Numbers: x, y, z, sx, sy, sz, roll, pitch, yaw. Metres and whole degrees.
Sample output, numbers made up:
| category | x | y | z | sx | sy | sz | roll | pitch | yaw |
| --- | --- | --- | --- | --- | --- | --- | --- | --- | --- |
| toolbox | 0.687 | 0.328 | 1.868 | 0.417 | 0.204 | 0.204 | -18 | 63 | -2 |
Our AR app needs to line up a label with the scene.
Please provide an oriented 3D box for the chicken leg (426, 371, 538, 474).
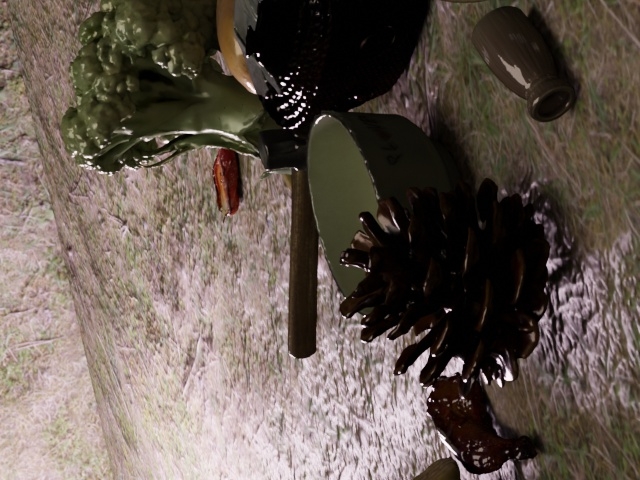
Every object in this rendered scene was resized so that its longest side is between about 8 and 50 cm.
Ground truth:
| category | x | y | z | sx | sy | sz | roll | pitch | yaw |
| --- | --- | --- | --- | --- | --- | --- | --- | --- | --- |
| chicken leg | 0.157 | 0.191 | 1.859 | 0.205 | 0.053 | 0.093 | 43 | 128 | 53 |

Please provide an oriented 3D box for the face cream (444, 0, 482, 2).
| category | x | y | z | sx | sy | sz | roll | pitch | yaw |
| --- | --- | --- | --- | --- | --- | --- | --- | --- | --- |
| face cream | 0.113 | -0.359 | 1.559 | 0.173 | 0.081 | 0.348 | -127 | 30 | -49 |

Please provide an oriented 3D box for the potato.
| category | x | y | z | sx | sy | sz | roll | pitch | yaw |
| --- | --- | --- | --- | --- | --- | --- | --- | --- | --- |
| potato | -0.065 | -0.254 | 2.111 | 0.109 | 0.118 | 0.178 | -25 | 57 | 29 |

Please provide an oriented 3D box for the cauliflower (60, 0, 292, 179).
| category | x | y | z | sx | sy | sz | roll | pitch | yaw |
| --- | --- | --- | --- | --- | --- | --- | --- | --- | --- |
| cauliflower | -0.167 | -0.206 | 2.213 | 0.281 | 0.327 | 0.260 | 7 | 147 | 33 |

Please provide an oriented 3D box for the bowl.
| category | x | y | z | sx | sy | sz | roll | pitch | yaw |
| --- | --- | --- | --- | --- | --- | --- | --- | --- | --- |
| bowl | 0.073 | -0.035 | 1.845 | 0.211 | 0.112 | 0.211 | 168 | 90 | -71 |

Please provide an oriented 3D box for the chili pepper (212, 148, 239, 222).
| category | x | y | z | sx | sy | sz | roll | pitch | yaw |
| --- | --- | --- | --- | --- | --- | --- | --- | --- | --- |
| chili pepper | -0.129 | -0.105 | 2.516 | 0.045 | 0.027 | 0.178 | 38 | 138 | 56 |

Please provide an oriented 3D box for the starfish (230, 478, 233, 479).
| category | x | y | z | sx | sy | sz | roll | pitch | yaw |
| --- | --- | --- | --- | --- | --- | --- | --- | --- | --- |
| starfish | 0.009 | 0.455 | 1.883 | 0.432 | 0.082 | 0.324 | 51 | 165 | 13 |

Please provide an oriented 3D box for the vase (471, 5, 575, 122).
| category | x | y | z | sx | sy | sz | roll | pitch | yaw |
| --- | --- | --- | --- | --- | --- | --- | --- | --- | --- |
| vase | 0.173 | -0.148 | 1.572 | 0.101 | 0.053 | 0.053 | 60 | 155 | 33 |

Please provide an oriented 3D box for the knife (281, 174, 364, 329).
| category | x | y | z | sx | sy | sz | roll | pitch | yaw |
| --- | --- | --- | --- | --- | --- | --- | --- | --- | --- |
| knife | 0.002 | -0.001 | 2.223 | 0.298 | 0.017 | 0.047 | 61 | 156 | 30 |

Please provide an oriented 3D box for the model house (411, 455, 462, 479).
| category | x | y | z | sx | sy | sz | roll | pitch | yaw |
| --- | --- | --- | --- | --- | --- | --- | --- | --- | --- |
| model house | 0.107 | 0.339 | 1.834 | 0.175 | 0.193 | 0.234 | 53 | 178 | -25 |

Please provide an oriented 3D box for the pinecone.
| category | x | y | z | sx | sy | sz | roll | pitch | yaw |
| --- | --- | --- | --- | --- | --- | --- | --- | --- | --- |
| pinecone | 0.110 | 0.039 | 1.665 | 0.208 | 0.207 | 0.208 | 167 | 90 | -71 |

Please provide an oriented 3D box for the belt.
| category | x | y | z | sx | sy | sz | roll | pitch | yaw |
| --- | --- | --- | --- | --- | --- | --- | --- | --- | --- |
| belt | -0.005 | -0.234 | 1.860 | 0.184 | 0.164 | 0.289 | 58 | 155 | 24 |

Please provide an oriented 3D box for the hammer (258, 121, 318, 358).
| category | x | y | z | sx | sy | sz | roll | pitch | yaw |
| --- | --- | --- | --- | --- | --- | --- | --- | --- | --- |
| hammer | -0.016 | 0.006 | 2.152 | 0.365 | 0.111 | 0.043 | 93 | 163 | -45 |
